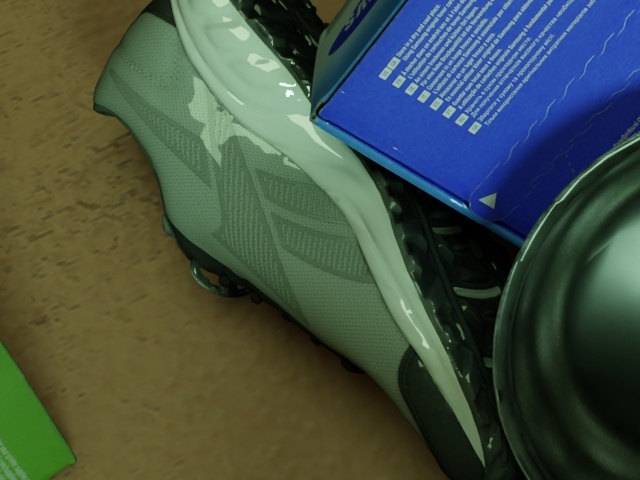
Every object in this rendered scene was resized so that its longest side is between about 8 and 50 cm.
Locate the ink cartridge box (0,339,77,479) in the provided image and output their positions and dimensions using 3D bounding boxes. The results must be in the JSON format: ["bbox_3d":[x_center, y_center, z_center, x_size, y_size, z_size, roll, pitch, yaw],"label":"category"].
[{"bbox_3d":[-0.225,-0.007,0.714,0.097,0.189,0.255,-36,65,-12],"label":"ink cartridge box"}]

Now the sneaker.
[{"bbox_3d":[0.000,0.000,0.755,0.108,0.100,0.271,-43,70,20],"label":"sneaker"}]

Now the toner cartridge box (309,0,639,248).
[{"bbox_3d":[0.159,-0.143,0.653,0.165,0.348,0.075,31,31,-16],"label":"toner cartridge box"}]

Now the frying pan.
[{"bbox_3d":[0.228,0.034,0.682,0.326,0.197,0.053,-4,18,0],"label":"frying pan"}]
